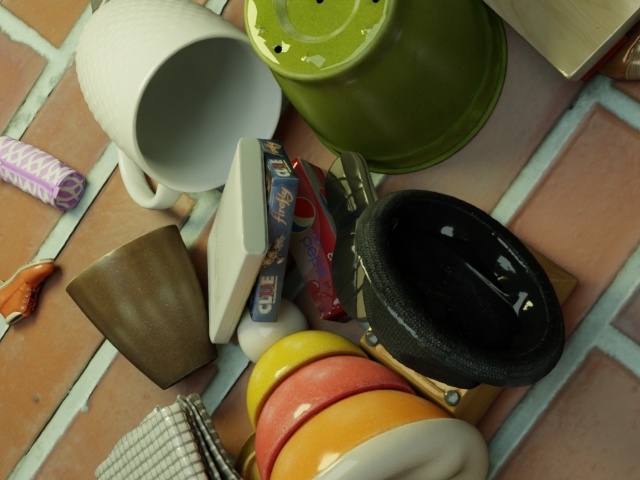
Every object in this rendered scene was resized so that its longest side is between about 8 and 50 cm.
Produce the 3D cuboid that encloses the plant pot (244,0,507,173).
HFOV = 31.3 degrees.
[{"bbox_3d":[0.063,-0.313,1.740,0.366,0.353,0.367,-3,81,23],"label":"plant pot"}]

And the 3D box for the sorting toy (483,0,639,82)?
[{"bbox_3d":[0.397,-0.389,1.696,0.255,0.089,0.257,-46,55,12],"label":"sorting toy"}]

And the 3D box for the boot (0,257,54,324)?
[{"bbox_3d":[-0.539,0.093,2.107,0.158,0.059,0.085,-35,73,24],"label":"boot"}]

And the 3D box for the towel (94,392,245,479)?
[{"bbox_3d":[-0.233,0.403,1.848,0.284,0.121,0.235,-45,63,41],"label":"towel"}]

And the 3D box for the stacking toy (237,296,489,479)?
[{"bbox_3d":[0.001,0.250,1.742,0.350,0.350,0.480,-44,52,12],"label":"stacking toy"}]

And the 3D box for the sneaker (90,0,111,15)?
[{"bbox_3d":[-0.402,-0.438,2.136,0.064,0.061,0.158,5,82,51],"label":"sneaker"}]

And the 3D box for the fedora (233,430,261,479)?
[{"bbox_3d":[-0.076,0.391,1.843,0.194,0.079,0.194,-3,81,23],"label":"fedora"}]

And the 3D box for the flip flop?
[{"bbox_3d":[0.070,-0.008,1.769,0.112,0.080,0.277,-30,57,36],"label":"flip flop"}]

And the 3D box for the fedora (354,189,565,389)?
[{"bbox_3d":[0.171,0.090,1.590,0.334,0.334,0.152,55,137,21],"label":"fedora"}]

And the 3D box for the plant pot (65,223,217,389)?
[{"bbox_3d":[-0.278,0.127,1.919,0.215,0.215,0.230,-33,85,16],"label":"plant pot"}]

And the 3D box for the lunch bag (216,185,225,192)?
[{"bbox_3d":[-0.137,-0.106,1.961,0.083,0.053,0.071,17,87,34],"label":"lunch bag"}]

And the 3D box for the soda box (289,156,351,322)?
[{"bbox_3d":[0.000,0.000,1.862,0.083,0.092,0.263,-31,71,17],"label":"soda box"}]

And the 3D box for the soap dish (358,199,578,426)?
[{"bbox_3d":[0.213,0.112,1.738,0.229,0.118,0.291,37,96,24],"label":"soap dish"}]

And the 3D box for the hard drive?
[{"bbox_3d":[-0.136,0.007,1.805,0.040,0.307,0.203,4,60,-14],"label":"hard drive"}]

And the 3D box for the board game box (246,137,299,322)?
[{"bbox_3d":[-0.085,-0.017,1.785,0.042,0.165,0.243,3,114,-15],"label":"board game box"}]

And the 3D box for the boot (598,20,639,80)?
[{"bbox_3d":[0.466,-0.340,1.725,0.152,0.073,0.197,16,83,31],"label":"boot"}]

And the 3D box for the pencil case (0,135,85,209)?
[{"bbox_3d":[-0.535,-0.128,2.119,0.206,0.088,0.086,23,94,24],"label":"pencil case"}]

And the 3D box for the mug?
[{"bbox_3d":[-0.272,-0.231,1.932,0.328,0.276,0.374,41,127,44],"label":"mug"}]
